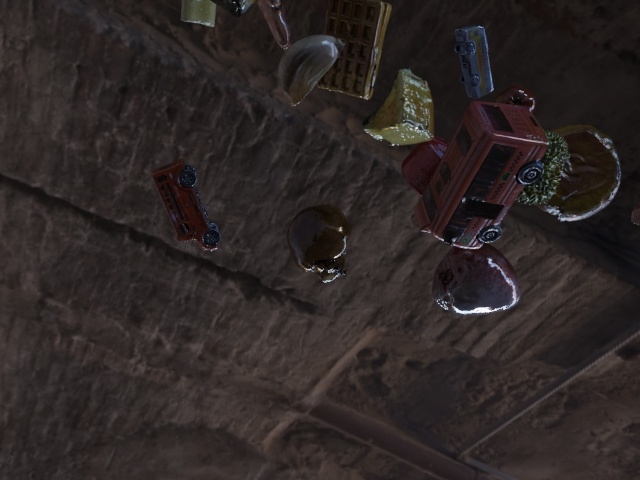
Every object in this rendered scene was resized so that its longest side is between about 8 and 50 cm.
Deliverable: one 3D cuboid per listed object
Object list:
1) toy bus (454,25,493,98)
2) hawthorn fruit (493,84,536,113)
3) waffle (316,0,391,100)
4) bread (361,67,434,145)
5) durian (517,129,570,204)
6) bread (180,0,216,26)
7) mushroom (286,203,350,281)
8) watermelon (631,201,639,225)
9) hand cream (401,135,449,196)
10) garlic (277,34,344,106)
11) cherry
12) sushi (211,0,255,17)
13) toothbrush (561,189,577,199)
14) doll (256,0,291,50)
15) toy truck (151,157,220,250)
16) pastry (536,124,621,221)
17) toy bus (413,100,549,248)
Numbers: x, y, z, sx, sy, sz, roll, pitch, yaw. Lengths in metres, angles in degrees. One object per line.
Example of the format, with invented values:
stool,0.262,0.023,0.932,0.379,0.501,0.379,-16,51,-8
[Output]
toy bus,0.420,-0.488,1.401,0.064,0.075,0.191,-125,-166,-62
hawthorn fruit,0.779,-0.547,2.083,0.163,0.162,0.203,-64,177,12
waffle,0.109,-0.669,1.779,0.098,0.224,0.328,-26,135,-51
bread,0.201,-0.325,1.317,0.160,0.140,0.169,-24,-124,52
durian,0.638,-0.231,1.575,0.200,0.176,0.237,-113,-137,-64
bread,-0.417,-0.839,1.764,0.139,0.060,0.178,-14,121,-50
mushroom,-0.005,0.004,1.790,0.263,0.195,0.283,-41,-117,29
watermelon,0.929,-0.087,1.465,0.084,0.072,0.092,-45,-145,43
hand cream,0.404,-0.243,1.787,0.149,0.230,0.230,-50,-160,31
garlic,-0.040,-0.429,1.243,0.196,0.101,0.087,-49,-145,10
cherry,0.614,0.171,2.074,0.326,0.335,0.291,-38,-152,25
sushi,-0.150,-0.470,0.845,0.136,0.126,0.225,-57,-167,-6
toothbrush,0.699,-0.129,1.442,0.096,0.008,0.006,-22,160,-39
doll,-0.128,-0.760,1.605,0.156,0.304,0.201,-24,-168,-8
toy truck,-0.356,-0.085,1.373,0.107,0.114,0.253,-136,-154,-69
pastry,0.915,-0.248,1.875,0.356,0.355,0.164,-66,167,4
toy bus,0.453,-0.176,1.492,0.427,0.232,0.203,109,-19,-44
